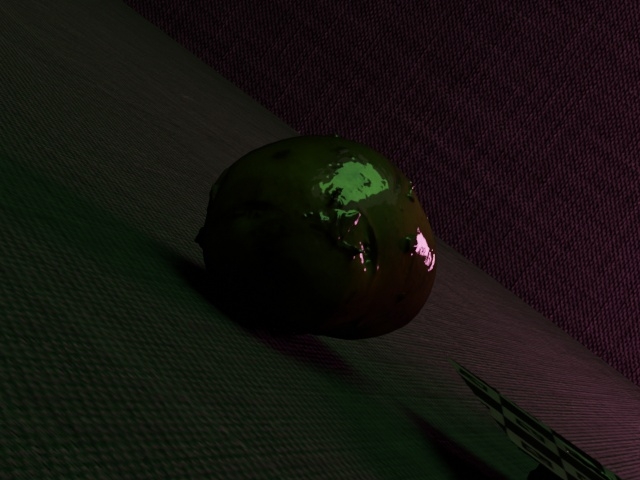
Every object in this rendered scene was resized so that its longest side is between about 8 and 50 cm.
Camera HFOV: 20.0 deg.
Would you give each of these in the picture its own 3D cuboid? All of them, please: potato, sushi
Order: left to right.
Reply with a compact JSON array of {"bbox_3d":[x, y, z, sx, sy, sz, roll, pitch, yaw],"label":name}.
[{"bbox_3d":[0.000,0.000,1.124,0.137,0.137,0.176,38,4,21],"label":"potato"},{"bbox_3d":[0.192,0.187,1.126,0.279,0.043,0.192,35,6,-14],"label":"sushi"}]
